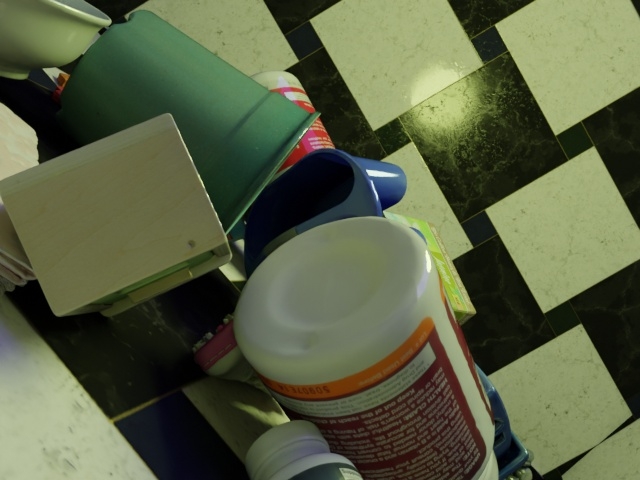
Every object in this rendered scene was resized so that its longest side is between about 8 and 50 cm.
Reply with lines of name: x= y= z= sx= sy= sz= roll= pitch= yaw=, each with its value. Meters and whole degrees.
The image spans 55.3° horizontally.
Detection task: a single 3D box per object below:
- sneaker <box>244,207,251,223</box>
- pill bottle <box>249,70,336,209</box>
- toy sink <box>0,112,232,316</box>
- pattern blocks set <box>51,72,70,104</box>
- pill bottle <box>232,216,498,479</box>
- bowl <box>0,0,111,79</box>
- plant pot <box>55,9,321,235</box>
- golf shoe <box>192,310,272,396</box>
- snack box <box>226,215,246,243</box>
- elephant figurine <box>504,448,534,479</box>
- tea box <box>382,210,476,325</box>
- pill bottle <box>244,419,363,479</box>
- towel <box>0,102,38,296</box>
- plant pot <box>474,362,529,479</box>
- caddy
sneaker: x=-0.146 y=-0.068 z=1.436 sx=0.066 sy=0.071 sz=0.188 roll=103 pitch=-30 yaw=-77
pill bottle: x=-0.065 y=-0.146 z=1.347 sx=0.407 sy=0.229 sz=0.229 roll=63 pitch=8 yaw=13
toy sink: x=-0.180 y=-0.010 z=0.607 sx=0.131 sy=0.153 sz=0.234 roll=65 pitch=-10 yaw=1
pattern blocks set: x=-0.423 y=-0.282 z=1.311 sx=0.285 sy=0.026 sz=0.325 roll=25 pitch=14 yaw=-23
pill bottle: x=0.078 y=0.184 z=0.735 sx=0.392 sy=0.224 sz=0.224 roll=63 pitch=-6 yaw=-34
bowl: x=-0.462 y=-0.318 z=0.855 sx=0.298 sy=0.134 sz=0.298 roll=26 pitch=15 yaw=-7
plant pot: x=-0.235 y=-0.186 z=1.048 sx=0.334 sy=0.341 sz=0.341 roll=37 pitch=6 yaw=-7
golf shoe: x=-0.065 y=0.153 z=0.815 sx=0.140 sy=0.115 sz=0.306 roll=51 pitch=6 yaw=11
snack box: x=-0.241 y=-0.130 z=1.502 sx=0.322 sy=0.060 sz=0.187 roll=-122 pitch=-164 yaw=-69
elephant figurine: x=0.486 y=0.618 z=1.776 sx=0.170 sy=0.185 sz=0.239 roll=-1 pitch=9 yaw=-17
tea box: x=0.193 y=0.109 z=1.688 sx=0.324 sy=0.220 sz=0.329 roll=11 pitch=44 yaw=-34
pill bottle: x=0.000 y=0.253 z=0.536 sx=0.108 sy=0.108 sz=0.180 roll=42 pitch=5 yaw=-43
towel: x=-0.393 y=-0.122 z=0.539 sx=0.317 sy=0.053 sz=0.332 roll=44 pitch=6 yaw=-39
plant pot: x=0.194 y=0.318 z=1.048 sx=0.212 sy=0.236 sz=0.236 roll=52 pitch=2 yaw=-25
caddy: x=0.000 y=0.000 z=0.974 sx=0.179 sy=0.341 sz=0.241 roll=-2 pitch=69 yaw=-41
